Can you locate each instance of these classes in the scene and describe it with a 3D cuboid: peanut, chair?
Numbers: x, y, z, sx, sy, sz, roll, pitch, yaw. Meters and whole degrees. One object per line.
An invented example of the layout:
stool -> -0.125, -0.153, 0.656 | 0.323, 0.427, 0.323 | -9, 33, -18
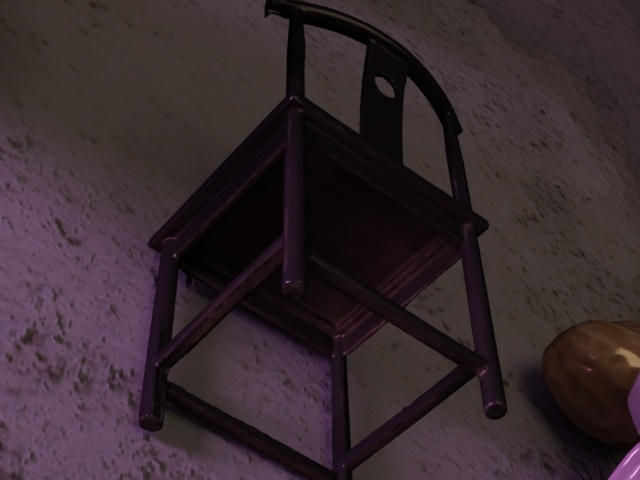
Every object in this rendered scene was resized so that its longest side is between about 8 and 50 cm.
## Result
peanut -> 0.251, 0.110, 0.981 | 0.228, 0.085, 0.104 | 17, 37, -45
chair -> 0.000, 0.000, 0.722 | 0.155, 0.141, 0.260 | 33, 32, -24

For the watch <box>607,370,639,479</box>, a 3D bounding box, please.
watch -> 0.278, 0.160, 0.769 | 0.211, 0.248, 0.217 | 40, 48, -8
